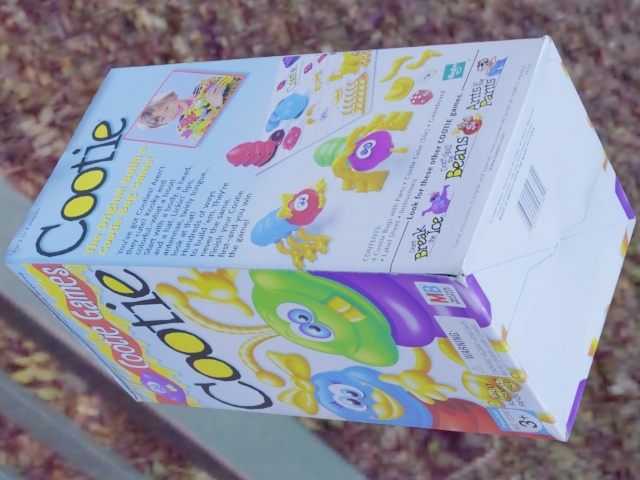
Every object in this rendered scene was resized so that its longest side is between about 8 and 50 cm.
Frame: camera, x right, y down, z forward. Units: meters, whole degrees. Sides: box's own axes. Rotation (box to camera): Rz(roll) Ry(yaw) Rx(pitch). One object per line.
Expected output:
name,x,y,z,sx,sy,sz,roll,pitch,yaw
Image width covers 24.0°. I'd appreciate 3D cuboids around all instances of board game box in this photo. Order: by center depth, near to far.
board game box,0.000,0.000,0.789,0.142,0.275,0.144,55,48,-41
